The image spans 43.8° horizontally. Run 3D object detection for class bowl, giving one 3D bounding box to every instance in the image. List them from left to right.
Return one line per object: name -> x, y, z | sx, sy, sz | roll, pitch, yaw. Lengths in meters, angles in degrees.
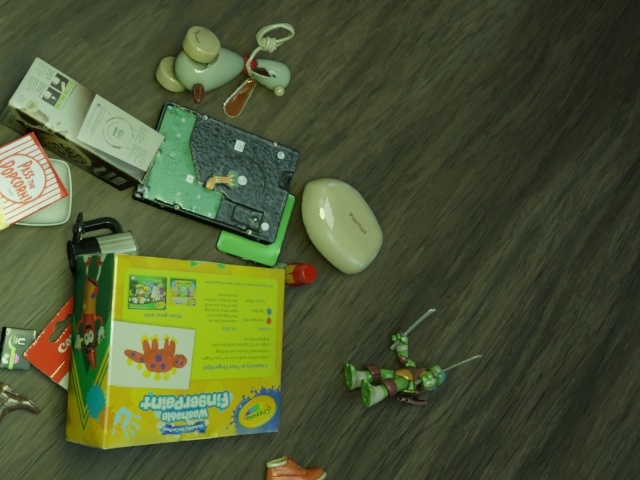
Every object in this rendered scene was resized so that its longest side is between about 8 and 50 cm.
bowl -> -0.595, -0.099, 1.659 | 0.142, 0.053, 0.142 | 1, 85, -29

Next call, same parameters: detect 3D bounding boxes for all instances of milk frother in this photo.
milk frother -> -0.457, 0.003, 1.677 | 0.134, 0.143, 0.129 | -12, 85, -27

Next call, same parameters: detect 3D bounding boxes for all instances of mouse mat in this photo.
mouse mat -> -0.153, -0.043, 1.901 | 0.152, 0.007, 0.190 | 18, 78, -6

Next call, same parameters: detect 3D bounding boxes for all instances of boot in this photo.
boot -> -0.638, 0.360, 1.608 | 0.106, 0.037, 0.114 | 35, 66, -9
boot -> -0.059, 0.554, 1.911 | 0.157, 0.059, 0.085 | -4, 83, -29

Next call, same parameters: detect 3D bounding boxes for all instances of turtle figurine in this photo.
turtle figurine -> 0.209, 0.304, 2.005 | 0.266, 0.275, 0.198 | -9, 57, -26

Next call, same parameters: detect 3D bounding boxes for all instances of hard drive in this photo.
hard drive -> -0.235, -0.151, 1.837 | 0.338, 0.064, 0.237 | 19, 77, -19

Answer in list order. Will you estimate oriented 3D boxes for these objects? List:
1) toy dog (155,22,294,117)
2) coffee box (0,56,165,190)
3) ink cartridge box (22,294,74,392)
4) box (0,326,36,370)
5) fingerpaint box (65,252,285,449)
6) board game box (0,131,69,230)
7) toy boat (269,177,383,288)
toy dog -> -0.203, -0.370, 1.831 | 0.333, 0.220, 0.161 | -8, 68, -20
coffee box -> -0.497, -0.232, 1.659 | 0.297, 0.168, 0.119 | 31, 72, -23
ink cartridge box -> -0.470, 0.243, 1.672 | 0.189, 0.066, 0.232 | -55, 128, -24
box -> -0.619, 0.220, 1.621 | 0.062, 0.052, 0.083 | 10, 80, -28
fingerpaint box -> -0.294, 0.228, 1.685 | 0.444, 0.163, 0.371 | 7, 83, -45
board game box -> -0.625, -0.108, 1.585 | 0.193, 0.045, 0.147 | -34, 103, -27
toy boat -> 0.000, 0.000, 1.951 | 0.318, 0.148, 0.267 | -48, 114, -31
